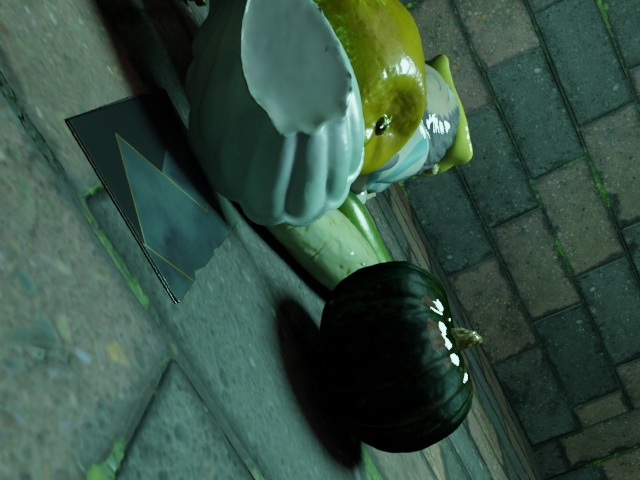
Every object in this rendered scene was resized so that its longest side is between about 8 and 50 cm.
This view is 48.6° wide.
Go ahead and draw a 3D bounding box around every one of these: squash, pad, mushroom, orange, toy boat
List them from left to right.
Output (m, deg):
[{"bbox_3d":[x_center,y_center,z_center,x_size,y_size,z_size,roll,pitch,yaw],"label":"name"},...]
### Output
[{"bbox_3d":[-0.136,-0.055,0.641,0.163,0.004,0.243,62,12,-13],"label":"pad"},{"bbox_3d":[-0.039,-0.162,0.735,0.100,0.199,0.290,-28,-104,65],"label":"toy boat"},{"bbox_3d":[-0.001,-0.003,0.928,0.333,0.087,0.107,48,21,-47],"label":"mushroom"},{"bbox_3d":[0.011,-0.206,0.929,0.235,0.279,0.279,56,6,30],"label":"orange"},{"bbox_3d":[0.075,0.038,1.163,0.292,0.082,0.082,61,13,-25],"label":"squash"},{"bbox_3d":[0.088,0.130,0.813,0.218,0.172,0.218,34,43,-39],"label":"squash"}]

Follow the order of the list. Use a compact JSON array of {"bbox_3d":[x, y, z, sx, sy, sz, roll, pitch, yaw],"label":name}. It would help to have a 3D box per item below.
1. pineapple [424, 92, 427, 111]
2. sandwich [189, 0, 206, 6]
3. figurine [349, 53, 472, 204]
[{"bbox_3d":[-0.005,-0.287,1.208,0.357,0.223,0.223,43,4,21],"label":"pineapple"},{"bbox_3d":[-0.195,-0.361,0.942,0.135,0.029,0.067,43,30,-63],"label":"sandwich"},{"bbox_3d":[0.077,-0.210,1.448,0.378,0.361,0.266,-13,71,-43],"label":"figurine"}]
